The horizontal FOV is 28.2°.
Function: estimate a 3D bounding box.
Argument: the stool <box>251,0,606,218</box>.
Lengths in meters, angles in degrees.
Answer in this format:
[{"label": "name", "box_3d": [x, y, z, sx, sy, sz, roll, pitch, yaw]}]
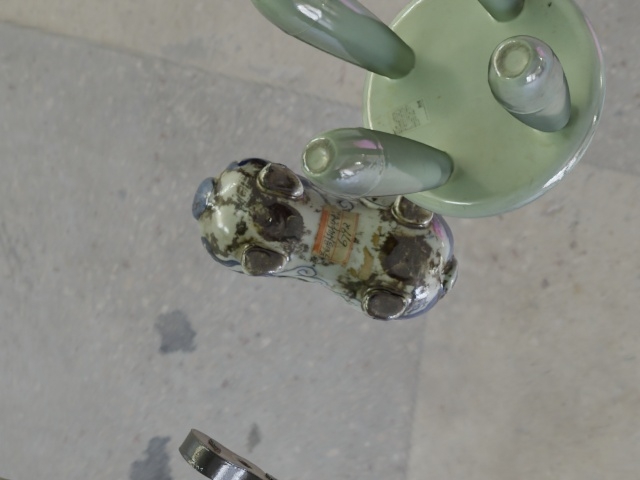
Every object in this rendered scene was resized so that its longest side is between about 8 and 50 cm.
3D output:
[{"label": "stool", "box_3d": [0.079, -0.129, 0.898, 0.195, 0.199, 0.195, -26, 67, 23]}]

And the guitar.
[{"label": "guitar", "box_3d": [-0.055, 0.307, 1.577, 0.271, 0.084, 0.038, 31, 92, -25]}]

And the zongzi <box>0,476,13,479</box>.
[{"label": "zongzi", "box_3d": [-0.227, 0.160, 0.817, 0.094, 0.205, 0.204, -18, 82, -58]}]

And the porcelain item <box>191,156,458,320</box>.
[{"label": "porcelain item", "box_3d": [0.000, 0.000, 1.357, 0.288, 0.186, 0.138, 14, 86, -11]}]
